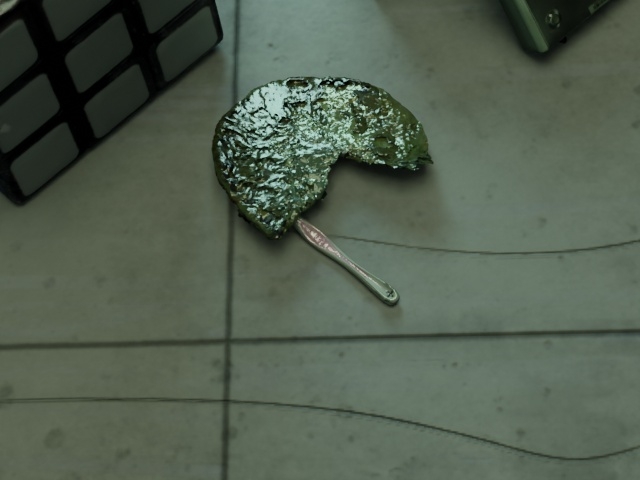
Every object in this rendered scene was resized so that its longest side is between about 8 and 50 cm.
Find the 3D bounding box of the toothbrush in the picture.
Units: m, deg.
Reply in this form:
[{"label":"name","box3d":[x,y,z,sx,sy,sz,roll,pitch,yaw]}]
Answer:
[{"label":"toothbrush","box3d":[0.000,0.000,1.706,0.204,0.022,0.017,38,81,19]}]

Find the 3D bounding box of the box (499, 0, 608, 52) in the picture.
[{"label":"box","box3d":[0.283,-0.343,1.769,0.270,0.211,0.045,-38,28,-16]}]

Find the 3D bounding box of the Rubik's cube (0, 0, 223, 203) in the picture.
[{"label":"Rubik's cube","box3d":[-0.316,-0.278,1.711,0.304,0.301,0.305,-40,69,-13]}]

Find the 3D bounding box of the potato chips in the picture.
[{"label":"potato chips","box3d":[-0.001,-0.096,1.736,0.220,0.029,0.202,-11,52,-4]}]
